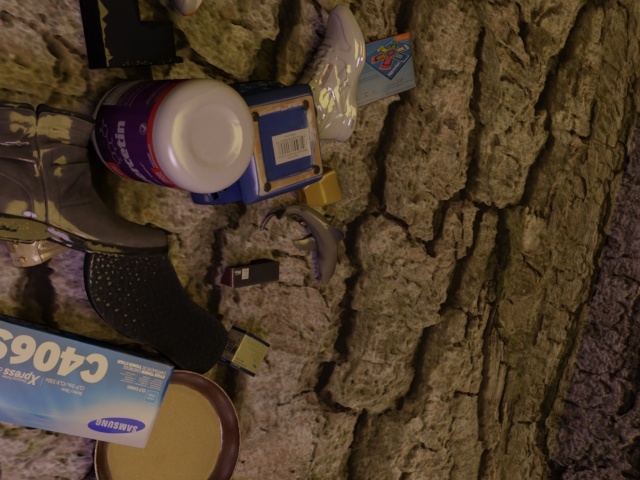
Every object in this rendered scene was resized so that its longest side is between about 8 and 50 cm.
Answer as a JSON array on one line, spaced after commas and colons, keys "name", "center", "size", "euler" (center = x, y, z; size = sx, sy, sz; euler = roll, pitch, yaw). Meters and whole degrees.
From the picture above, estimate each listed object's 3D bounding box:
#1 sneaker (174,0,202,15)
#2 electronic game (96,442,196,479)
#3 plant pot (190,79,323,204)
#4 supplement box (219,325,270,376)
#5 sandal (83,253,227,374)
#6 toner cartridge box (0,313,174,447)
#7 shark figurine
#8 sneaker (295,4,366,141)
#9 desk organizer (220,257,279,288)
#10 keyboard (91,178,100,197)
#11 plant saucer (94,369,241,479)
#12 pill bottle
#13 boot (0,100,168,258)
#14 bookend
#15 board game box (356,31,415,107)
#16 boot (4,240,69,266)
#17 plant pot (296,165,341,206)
[{"name": "sneaker", "center": [-0.296, -0.541, 1.223], "size": [0.121, 0.099, 0.262], "euler": [-20, 105, -31]}, {"name": "electronic game", "center": [-0.354, 0.516, 1.391], "size": [0.229, 0.048, 0.229], "euler": [4, 83, -34]}, {"name": "plant pot", "center": [-0.130, -0.199, 1.357], "size": [0.236, 0.212, 0.236], "euler": [-22, 112, -38]}, {"name": "supplement box", "center": [-0.174, 0.251, 1.518], "size": [0.083, 0.056, 0.083], "euler": [38, 73, -41]}, {"name": "sandal", "center": [-0.339, 0.128, 1.324], "size": [0.167, 0.107, 0.445], "euler": [-53, 142, -23]}, {"name": "toner cartridge box", "center": [-0.454, 0.253, 1.200], "size": [0.348, 0.075, 0.165], "euler": [23, 84, -32]}, {"name": "shark figurine", "center": [-0.004, -0.027, 1.582], "size": [0.278, 0.116, 0.166], "euler": [46, 66, -41]}, {"name": "sneaker", "center": [0.017, -0.374, 1.510], "size": [0.152, 0.114, 0.305], "euler": [-3, 106, -26]}, {"name": "desk organizer", "center": [-0.157, 0.072, 1.500], "size": [0.130, 0.050, 0.047], "euler": [-8, 104, -42]}, {"name": "keyboard", "center": [-0.473, -0.122, 1.184], "size": [0.108, 0.023, 0.180], "euler": [-43, 124, -28]}, {"name": "plant saucer", "center": [-0.311, 0.421, 1.371], "size": [0.311, 0.050, 0.310], "euler": [5, 82, -34]}, {"name": "pill bottle", "center": [-0.270, -0.184, 1.151], "size": [0.181, 0.323, 0.181], "euler": [-10, 106, -41]}, {"name": "boot", "center": [-0.380, -0.094, 1.065], "size": [0.338, 0.118, 0.222], "euler": [12, 85, -41]}, {"name": "bookend", "center": [-0.343, -0.395, 1.213], "size": [0.156, 0.072, 0.157], "euler": [-18, 110, -40]}, {"name": "board game box", "center": [0.132, -0.423, 1.681], "size": [0.281, 0.027, 0.145], "euler": [-26, 117, -36]}, {"name": "boot", "center": [-0.536, -0.045, 1.096], "size": [0.262, 0.095, 0.203], "euler": [-20, 118, -34]}, {"name": "plant pot", "center": [-0.012, -0.122, 1.578], "size": [0.083, 0.081, 0.081], "euler": [-27, 117, -23]}]
